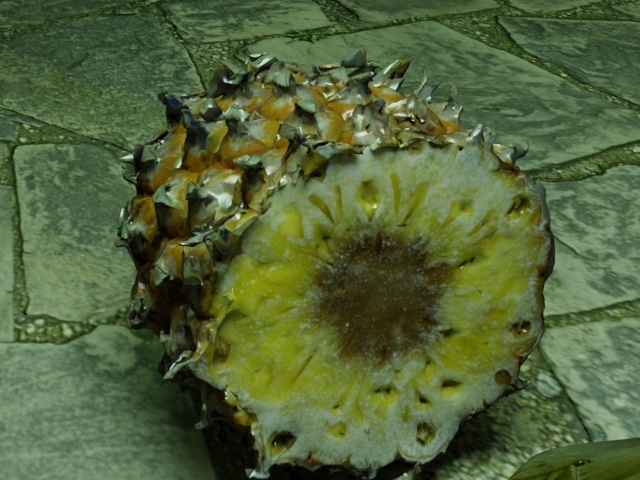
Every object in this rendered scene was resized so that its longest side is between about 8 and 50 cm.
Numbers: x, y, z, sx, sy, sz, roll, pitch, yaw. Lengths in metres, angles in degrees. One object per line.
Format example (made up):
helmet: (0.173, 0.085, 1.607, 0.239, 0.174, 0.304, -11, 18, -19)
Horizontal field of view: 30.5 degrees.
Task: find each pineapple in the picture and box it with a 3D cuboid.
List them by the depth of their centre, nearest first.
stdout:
pineapple: (-0.003, 0.002, 0.958, 0.352, 0.353, 0.300, -14, 29, -21)

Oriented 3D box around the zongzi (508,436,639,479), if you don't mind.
zongzi: (0.262, 0.125, 0.752, 0.273, 0.300, 0.145, 15, 19, 32)
